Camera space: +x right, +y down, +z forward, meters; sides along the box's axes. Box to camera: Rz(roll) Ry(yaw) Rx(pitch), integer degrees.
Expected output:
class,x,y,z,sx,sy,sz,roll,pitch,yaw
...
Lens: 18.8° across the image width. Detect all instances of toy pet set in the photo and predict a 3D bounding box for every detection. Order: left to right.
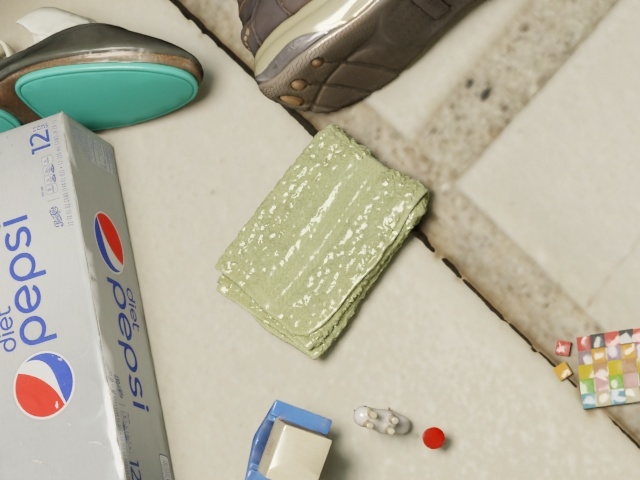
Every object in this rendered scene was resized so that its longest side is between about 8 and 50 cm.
class,x,y,z,sx,sy,sz,roll,pitch,yaw
toy pet set,0.009,0.165,1.311,0.114,0.065,0.122,21,87,-10

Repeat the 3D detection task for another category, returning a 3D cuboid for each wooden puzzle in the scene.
class,x,y,z,sx,sy,sz,roll,pitch,yaw
wooden puzzle,0.194,0.084,1.274,0.083,0.006,0.049,-10,73,19

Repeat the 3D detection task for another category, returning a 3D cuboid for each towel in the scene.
class,x,y,z,sx,sy,sz,roll,pitch,yaw
towel,0.000,0.000,1.361,0.110,0.027,0.148,36,93,26

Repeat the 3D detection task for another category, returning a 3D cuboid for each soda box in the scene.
class,x,y,z,sx,sy,sz,roll,pitch,yaw
soda box,-0.185,0.062,1.382,0.098,0.091,0.286,-18,71,15

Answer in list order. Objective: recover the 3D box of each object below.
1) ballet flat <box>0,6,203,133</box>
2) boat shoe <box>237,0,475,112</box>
class,x,y,z,sx,sy,sz,roll,pitch,yaw
ballet flat,-0.221,-0.120,1.446,0.280,0.095,0.096,-16,59,17
boat shoe,0.083,-0.235,1.331,0.355,0.132,0.130,-34,67,9
